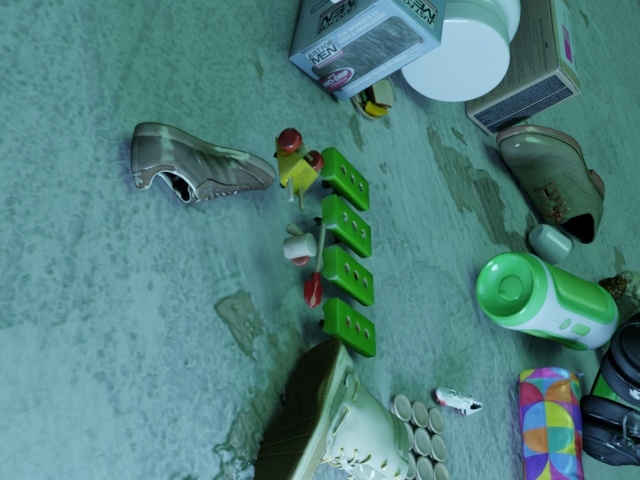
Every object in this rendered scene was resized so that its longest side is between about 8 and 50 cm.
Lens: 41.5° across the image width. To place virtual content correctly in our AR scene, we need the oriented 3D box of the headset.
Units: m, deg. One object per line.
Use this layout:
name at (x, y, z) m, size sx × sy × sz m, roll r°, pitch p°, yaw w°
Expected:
headset at (0.507, 0.262, 1.320) m, size 0.185 × 0.243 × 0.394 m, roll 24°, pitch 15°, yaw 10°

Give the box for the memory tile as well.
memory tile at (0.128, 0.276, 1.078) m, size 0.113 × 0.012 × 0.148 m, roll 27°, pitch 50°, yaw -41°

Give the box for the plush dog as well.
plush dog at (0.664, 0.152, 1.698) m, size 0.262 × 0.210 × 0.225 m, roll 20°, pitch 33°, yaw -44°

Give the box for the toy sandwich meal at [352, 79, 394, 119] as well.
toy sandwich meal at (0.078, -0.220, 1.273) m, size 0.085 × 0.029 × 0.085 m, roll 28°, pitch 51°, yaw -40°

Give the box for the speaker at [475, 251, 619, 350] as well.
speaker at (0.380, 0.104, 1.395) m, size 0.296 × 0.131 × 0.131 m, roll 20°, pitch 56°, yaw -45°

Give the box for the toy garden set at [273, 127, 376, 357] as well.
toy garden set at (0.000, 0.000, 1.019) m, size 0.204 × 0.049 × 0.244 m, roll 39°, pitch 44°, yaw -54°

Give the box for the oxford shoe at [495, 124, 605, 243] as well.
oxford shoe at (0.450, -0.104, 1.605) m, size 0.348 × 0.123 × 0.130 m, roll 28°, pitch 56°, yaw -39°

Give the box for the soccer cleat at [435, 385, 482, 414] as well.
soccer cleat at (0.190, 0.219, 1.167) m, size 0.083 × 0.036 × 0.029 m, roll 35°, pitch 46°, yaw -36°

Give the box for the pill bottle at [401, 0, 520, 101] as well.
pill bottle at (0.229, -0.423, 1.423) m, size 0.210 × 0.210 × 0.363 m, roll 37°, pitch 45°, yaw -34°

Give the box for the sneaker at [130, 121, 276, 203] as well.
sneaker at (-0.129, -0.070, 0.918) m, size 0.188 × 0.066 × 0.071 m, roll 16°, pitch 79°, yaw -44°

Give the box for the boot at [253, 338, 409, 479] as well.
boot at (0.021, 0.233, 0.917) m, size 0.165 × 0.077 × 0.213 m, roll 52°, pitch 38°, yaw -23°

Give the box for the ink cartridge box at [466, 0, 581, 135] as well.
ink cartridge box at (0.367, -0.337, 1.564) m, size 0.088 × 0.193 × 0.234 m, roll 34°, pitch 48°, yaw -36°

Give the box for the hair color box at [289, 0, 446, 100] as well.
hair color box at (0.085, -0.404, 1.222) m, size 0.113 × 0.185 × 0.374 m, roll 33°, pitch 52°, yaw -31°

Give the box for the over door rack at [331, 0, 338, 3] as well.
over door rack at (-0.096, -0.450, 1.092) m, size 0.239 × 0.108 × 0.324 m, roll 28°, pitch 30°, yaw -41°

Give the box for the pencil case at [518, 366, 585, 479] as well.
pencil case at (0.352, 0.305, 1.275) m, size 0.104 × 0.104 × 0.236 m, roll 37°, pitch 47°, yaw -34°

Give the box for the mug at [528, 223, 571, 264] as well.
mug at (0.414, 0.003, 1.563) m, size 0.064 × 0.078 × 0.062 m, roll 39°, pitch 76°, yaw -20°
